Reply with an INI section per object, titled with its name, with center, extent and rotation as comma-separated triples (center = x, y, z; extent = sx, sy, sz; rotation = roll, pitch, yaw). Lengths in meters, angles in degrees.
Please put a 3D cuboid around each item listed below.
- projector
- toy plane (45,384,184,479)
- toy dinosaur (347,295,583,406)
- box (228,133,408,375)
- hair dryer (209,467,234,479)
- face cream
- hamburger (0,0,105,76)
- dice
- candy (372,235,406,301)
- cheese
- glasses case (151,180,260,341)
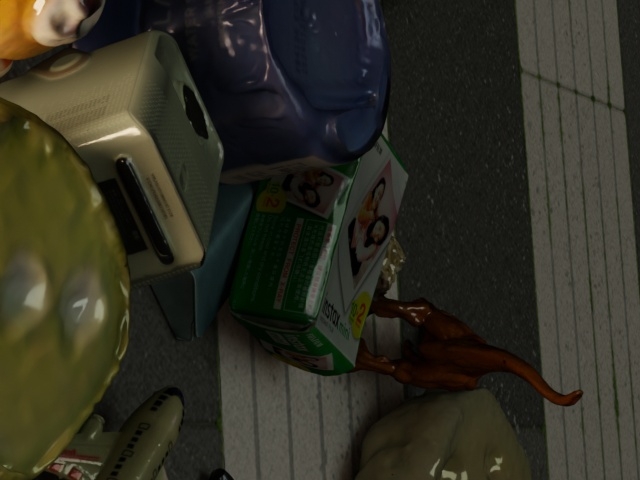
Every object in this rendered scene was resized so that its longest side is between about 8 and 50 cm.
[projector]
center = -0.187, -0.062, 1.605
extent = 0.242, 0.177, 0.163
rotation = -88, 158, -64
[toy plane]
center = -0.179, 0.220, 1.658
extent = 0.242, 0.104, 0.256
rotation = 39, 34, -11
[toy dinosaur]
center = 0.131, 0.127, 2.139
extent = 0.432, 0.208, 0.097
rotation = -132, -122, -78
[box]
center = 0.000, 0.000, 1.971
extent = 0.180, 0.103, 0.250
rotation = 47, 54, -64
[hair dryer]
center = -0.107, 0.273, 1.874
extent = 0.083, 0.031, 0.079
rotation = -40, 128, -40
[face cream]
center = -0.077, -0.180, 1.828
extent = 0.249, 0.225, 0.249
rotation = 25, 61, -57
[hamburger]
center = -0.266, -0.261, 1.509
extent = 0.276, 0.237, 0.276
rotation = 18, 69, -55
[dice]
center = -0.294, 0.045, 1.392
extent = 0.233, 0.227, 0.238
rotation = 66, 34, -27
[candy]
center = 0.042, 0.010, 2.116
extent = 0.110, 0.095, 0.085
rotation = 56, 42, -29
[cheese]
center = 0.148, 0.331, 2.205
extent = 0.318, 0.115, 0.326
rotation = -4, 86, -61
[glasses case]
center = -0.087, -0.016, 1.938
extent = 0.105, 0.056, 0.266
rotation = 66, 34, -25
